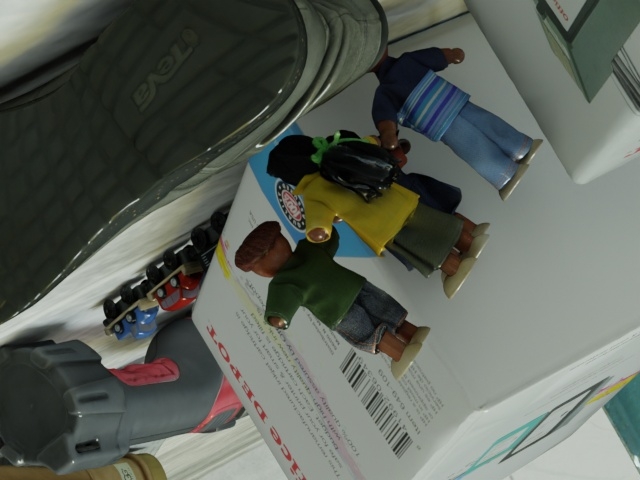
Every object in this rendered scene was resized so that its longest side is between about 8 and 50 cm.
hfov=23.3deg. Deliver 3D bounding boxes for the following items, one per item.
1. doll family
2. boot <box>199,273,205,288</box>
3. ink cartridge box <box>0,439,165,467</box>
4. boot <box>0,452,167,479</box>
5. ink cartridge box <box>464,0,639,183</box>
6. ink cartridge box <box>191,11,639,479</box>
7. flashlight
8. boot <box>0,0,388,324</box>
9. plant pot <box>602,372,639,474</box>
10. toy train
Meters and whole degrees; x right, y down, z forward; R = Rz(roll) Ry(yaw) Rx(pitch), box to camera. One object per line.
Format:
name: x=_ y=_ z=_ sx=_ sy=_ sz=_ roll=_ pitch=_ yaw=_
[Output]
doll family: x=0.029 y=-0.029 z=0.723 sx=0.076 sy=0.111 sz=0.193 roll=-58 pitch=177 yaw=37
boot: x=0.000 y=0.000 z=1.106 sx=0.190 sy=0.069 sz=0.086 roll=-15 pitch=173 yaw=-23
ink cartridge box: x=-0.260 y=0.183 z=1.410 sx=0.232 sy=0.066 sz=0.189 roll=-3 pitch=163 yaw=-14
boot: x=-0.298 y=0.251 z=1.352 sx=0.269 sy=0.089 sz=0.236 roll=5 pitch=140 yaw=-48
ink cartridge box: x=0.200 y=-0.154 z=0.651 sx=0.211 sy=0.122 sz=0.289 roll=-27 pitch=170 yaw=-12
ink cartridge box: x=0.071 y=0.030 z=0.910 sx=0.197 sy=0.198 sz=0.270 roll=-25 pitch=162 yaw=-25
flashlight: x=-0.139 y=0.104 z=1.163 sx=0.103 sy=0.103 sz=0.304 roll=5 pitch=180 yaw=25
boot: x=-0.086 y=-0.029 z=0.646 sx=0.246 sy=0.083 sz=0.161 roll=-29 pitch=176 yaw=14
plant pot: x=0.351 y=0.012 z=1.275 sx=0.334 sy=0.341 sz=0.341 roll=-28 pitch=171 yaw=6
toy train: x=-0.095 y=0.027 z=1.028 sx=0.027 sy=0.036 sz=0.158 roll=-17 pitch=166 yaw=-49
